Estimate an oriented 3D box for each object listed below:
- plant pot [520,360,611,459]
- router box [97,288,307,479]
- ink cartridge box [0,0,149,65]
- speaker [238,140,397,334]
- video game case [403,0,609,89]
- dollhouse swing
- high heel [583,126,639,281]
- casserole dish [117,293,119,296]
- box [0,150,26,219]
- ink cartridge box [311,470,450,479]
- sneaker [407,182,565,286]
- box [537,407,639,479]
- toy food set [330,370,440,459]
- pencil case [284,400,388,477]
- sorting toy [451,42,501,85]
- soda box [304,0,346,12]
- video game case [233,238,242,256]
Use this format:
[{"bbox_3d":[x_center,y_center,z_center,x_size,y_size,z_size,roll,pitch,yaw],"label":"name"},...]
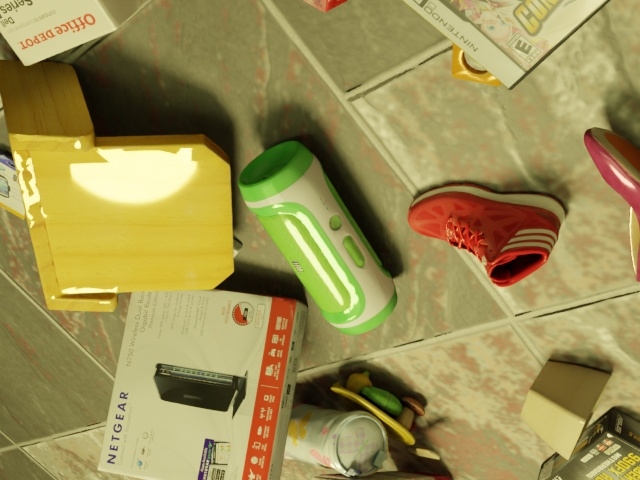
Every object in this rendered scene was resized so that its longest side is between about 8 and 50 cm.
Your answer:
[{"bbox_3d":[0.374,0.252,1.365,0.096,0.109,0.109,27,140,21],"label":"plant pot"},{"bbox_3d":[-0.198,0.251,1.499,0.301,0.335,0.082,6,170,15],"label":"router box"},{"bbox_3d":[-0.377,-0.390,1.152,0.198,0.114,0.273,-9,125,35],"label":"ink cartridge box"},{"bbox_3d":[0.000,0.000,1.310,0.131,0.131,0.296,-12,123,37],"label":"speaker"},{"bbox_3d":[0.178,-0.305,0.884,0.248,0.035,0.275,39,149,-5],"label":"video game case"},{"bbox_3d":[-0.326,-0.097,1.417,0.305,0.315,0.346,-13,133,-16],"label":"dollhouse swing"},{"bbox_3d":[0.379,-0.038,1.096,0.244,0.082,0.117,35,129,-24],"label":"high heel"},{"bbox_3d":[-0.453,0.058,1.686,0.114,0.037,0.188,15,137,17],"label":"casserole dish"},{"bbox_3d":[-0.560,-0.105,1.596,0.081,0.028,0.136,31,136,0],"label":"box"},{"bbox_3d":[0.110,0.537,1.589,0.131,0.226,0.306,-2,167,37],"label":"ink cartridge box"},{"bbox_3d":[0.207,-0.007,1.184,0.221,0.128,0.087,-1,129,30],"label":"sneaker"},{"bbox_3d":[0.496,0.392,1.460,0.183,0.056,0.231,30,138,1],"label":"box"},{"bbox_3d":[0.124,0.302,1.583,0.218,0.071,0.128,36,162,-4],"label":"toy food set"},{"bbox_3d":[0.008,0.360,1.608,0.124,0.113,0.273,25,163,-28],"label":"pencil case"},{"bbox_3d":[0.191,-0.327,0.949,0.196,0.047,0.347,24,139,12],"label":"sorting toy"},{"bbox_3d":[-0.060,-0.354,0.973,0.263,0.083,0.092,35,142,27],"label":"soda box"},{"bbox_3d":[-0.263,-0.002,1.531,0.212,0.023,0.193,37,137,-7],"label":"video game case"}]
